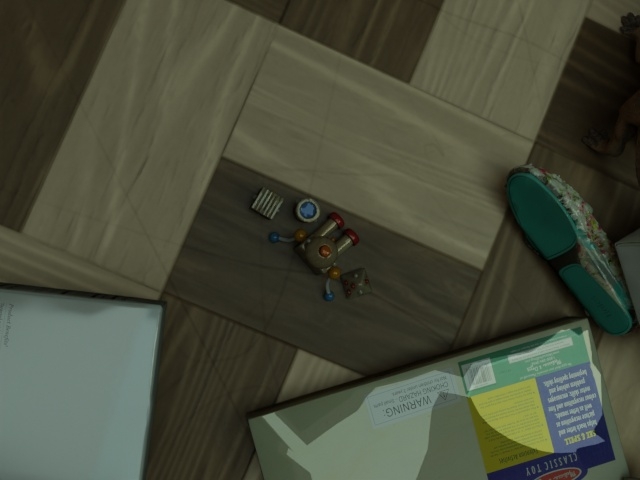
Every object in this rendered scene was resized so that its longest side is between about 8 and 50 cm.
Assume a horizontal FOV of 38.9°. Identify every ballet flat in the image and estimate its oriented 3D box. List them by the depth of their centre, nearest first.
[{"bbox_3d":[0.300,0.003,1.053,0.077,0.091,0.241,-41,100,-38],"label":"ballet flat"}]

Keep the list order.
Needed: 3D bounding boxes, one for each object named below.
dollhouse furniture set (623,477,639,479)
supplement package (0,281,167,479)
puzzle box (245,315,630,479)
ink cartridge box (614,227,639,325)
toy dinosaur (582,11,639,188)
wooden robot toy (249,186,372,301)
[{"bbox_3d":[0.487,0.253,1.009,0.262,0.135,0.259,-4,81,-20],"label":"dollhouse furniture set"},{"bbox_3d":[-0.295,0.144,0.891,0.263,0.198,0.199,7,87,-8],"label":"supplement package"},{"bbox_3d":[0.146,0.269,1.027,0.409,0.052,0.272,-15,90,-9],"label":"puzzle box"},{"bbox_3d":[0.449,0.030,1.017,0.212,0.093,0.154,-27,102,-30],"label":"ink cartridge box"},{"bbox_3d":[0.405,-0.172,1.003,0.127,0.200,0.295,24,86,-7],"label":"toy dinosaur"},{"bbox_3d":[0.000,0.000,0.999,0.076,0.079,0.173,-44,95,-7],"label":"wooden robot toy"}]
